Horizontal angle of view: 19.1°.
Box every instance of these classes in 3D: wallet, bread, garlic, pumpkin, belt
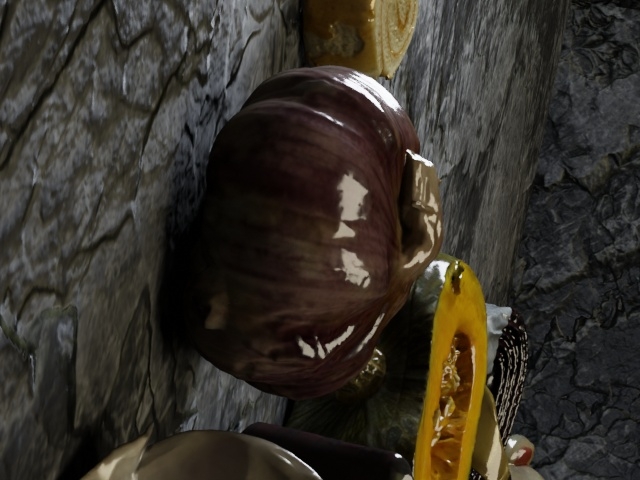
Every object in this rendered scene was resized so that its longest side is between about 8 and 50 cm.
[{"bbox_3d":[0.000,0.235,1.417,0.229,0.049,0.182,0,-90,57],"label":"wallet"},{"bbox_3d":[0.028,-0.190,1.531,0.149,0.073,0.122,79,28,-57],"label":"bread"},{"bbox_3d":[0.000,0.000,1.285,0.245,0.160,0.245,15,90,-88],"label":"garlic"},{"bbox_3d":[0.055,0.148,1.721,0.222,0.139,0.317,58,41,-53],"label":"pumpkin"},{"bbox_3d":[0.110,0.188,2.075,0.184,0.164,0.289,54,53,-47],"label":"belt"}]

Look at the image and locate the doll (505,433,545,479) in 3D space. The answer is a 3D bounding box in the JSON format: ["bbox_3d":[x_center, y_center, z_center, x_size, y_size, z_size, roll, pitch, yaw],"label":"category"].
[{"bbox_3d":[0.149,0.379,2.197,0.330,0.174,0.235,-30,127,-37],"label":"doll"}]

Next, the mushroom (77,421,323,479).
[{"bbox_3d":[-0.066,0.245,1.059,0.254,0.195,0.189,-64,164,-49],"label":"mushroom"}]

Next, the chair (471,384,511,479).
[{"bbox_3d":[0.087,0.265,1.868,0.247,0.158,0.172,-58,158,-30],"label":"chair"}]
